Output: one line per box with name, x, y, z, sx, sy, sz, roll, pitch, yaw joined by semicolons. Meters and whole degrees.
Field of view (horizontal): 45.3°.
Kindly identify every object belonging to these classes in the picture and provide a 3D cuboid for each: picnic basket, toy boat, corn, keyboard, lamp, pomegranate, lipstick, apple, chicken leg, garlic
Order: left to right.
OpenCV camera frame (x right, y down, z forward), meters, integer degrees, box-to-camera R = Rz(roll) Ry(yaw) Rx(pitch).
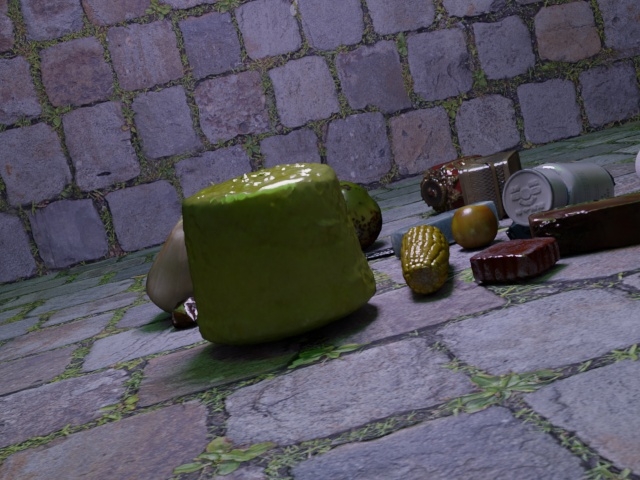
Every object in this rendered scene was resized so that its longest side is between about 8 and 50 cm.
garlic;-0.277;0.040;1.855;0.286;0.249;0.313;5;-40;-27
chicken leg;-0.199;0.125;1.751;0.304;0.093;0.113;-21;21;-20
pomegranate;0.052;-0.040;2.150;0.248;0.214;0.214;-50;10;0
keyboard;0.094;0.048;2.000;0.204;0.013;0.061;-13;7;11
corn;0.212;0.034;1.564;0.106;0.106;0.305;-13;9;10
lipstick;0.311;-0.029;1.923;0.289;0.078;0.076;-19;9;-25
lamp;0.448;-0.185;2.483;0.274;0.177;0.177;-17;8;-38
apple;0.362;-0.035;1.792;0.114;0.102;0.099;-17;7;-24
picnic basket;0.493;-0.156;2.180;0.139;0.165;0.266;-10;10;23
toy boat;0.458;-0.028;1.740;0.060;0.055;0.141;-35;0;25

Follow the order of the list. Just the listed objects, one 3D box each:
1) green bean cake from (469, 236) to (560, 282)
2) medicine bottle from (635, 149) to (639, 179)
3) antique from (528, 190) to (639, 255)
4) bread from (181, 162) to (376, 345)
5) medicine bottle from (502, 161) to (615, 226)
green bean cake;0.366;0.037;1.444;0.135;0.056;0.135;-6;12;45
medicine bottle;0.875;-0.184;1.822;0.139;0.139;0.237;-16;6;-16
antique;0.566;-0.034;1.496;0.309;0.087;0.093;-11;10;14
bread;-0.081;0.020;1.441;0.348;0.308;0.348;-10;8;2
medicine bottle;0.522;-0.101;1.681;0.258;0.144;0.143;-6;0;-43
